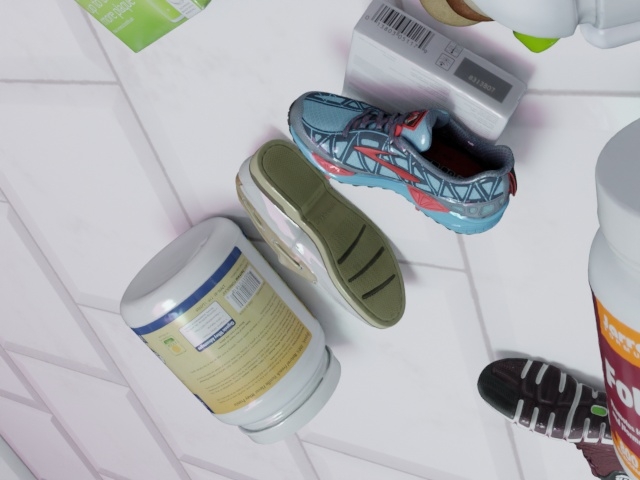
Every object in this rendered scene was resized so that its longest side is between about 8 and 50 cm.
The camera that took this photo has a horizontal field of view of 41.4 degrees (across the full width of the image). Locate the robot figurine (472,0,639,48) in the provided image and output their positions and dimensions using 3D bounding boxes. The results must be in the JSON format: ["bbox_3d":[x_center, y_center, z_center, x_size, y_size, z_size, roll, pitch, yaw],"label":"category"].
[{"bbox_3d":[0.227,-0.253,0.562,0.353,0.200,0.300,-10,140,16],"label":"robot figurine"}]

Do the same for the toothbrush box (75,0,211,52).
[{"bbox_3d":[-0.237,-0.353,0.887,0.283,0.122,0.206,42,158,-24],"label":"toothbrush box"}]

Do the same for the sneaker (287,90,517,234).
[{"bbox_3d":[0.091,-0.111,0.907,0.262,0.104,0.125,23,151,5],"label":"sneaker"}]

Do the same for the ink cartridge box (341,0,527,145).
[{"bbox_3d":[0.114,-0.151,0.972,0.189,0.066,0.232,32,165,7],"label":"ink cartridge box"}]

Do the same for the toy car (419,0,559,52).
[{"bbox_3d":[0.143,-0.255,0.778,0.155,0.149,0.188,37,171,-15],"label":"toy car"}]

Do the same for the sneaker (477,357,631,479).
[{"bbox_3d":[0.353,0.271,1.179,0.281,0.106,0.162,17,143,25],"label":"sneaker"}]

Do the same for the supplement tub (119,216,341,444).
[{"bbox_3d":[-0.135,0.145,1.338,0.228,0.228,0.316,-17,118,48],"label":"supplement tub"}]

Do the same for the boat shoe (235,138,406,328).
[{"bbox_3d":[0.000,0.000,1.175,0.302,0.113,0.103,53,144,-4],"label":"boat shoe"}]

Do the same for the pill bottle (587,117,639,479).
[{"bbox_3d":[0.385,0.077,0.831,0.224,0.224,0.392,8,135,34],"label":"pill bottle"}]
